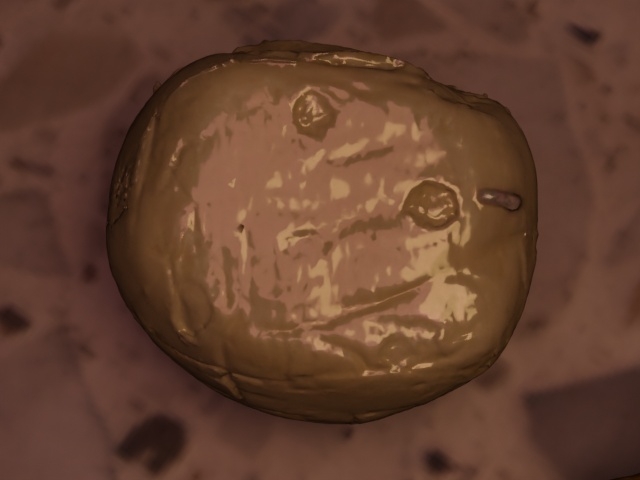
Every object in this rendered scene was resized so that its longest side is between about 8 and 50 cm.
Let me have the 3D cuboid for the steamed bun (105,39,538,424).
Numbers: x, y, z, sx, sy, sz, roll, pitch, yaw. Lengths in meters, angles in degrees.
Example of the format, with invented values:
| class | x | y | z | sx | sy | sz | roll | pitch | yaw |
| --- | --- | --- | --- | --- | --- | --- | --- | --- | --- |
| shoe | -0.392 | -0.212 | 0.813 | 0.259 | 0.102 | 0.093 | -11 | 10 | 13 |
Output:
| class | x | y | z | sx | sy | sz | roll | pitch | yaw |
| --- | --- | --- | --- | --- | --- | --- | --- | --- | --- |
| steamed bun | 0.000 | 0.000 | 0.606 | 0.130 | 0.091 | 0.112 | 6 | 83 | 1 |

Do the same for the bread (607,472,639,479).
| class | x | y | z | sx | sy | sz | roll | pitch | yaw |
| --- | --- | --- | --- | --- | --- | --- | --- | --- | --- |
| bread | 0.124 | 0.113 | 0.593 | 0.269 | 0.087 | 0.098 | -17 | 79 | -5 |
